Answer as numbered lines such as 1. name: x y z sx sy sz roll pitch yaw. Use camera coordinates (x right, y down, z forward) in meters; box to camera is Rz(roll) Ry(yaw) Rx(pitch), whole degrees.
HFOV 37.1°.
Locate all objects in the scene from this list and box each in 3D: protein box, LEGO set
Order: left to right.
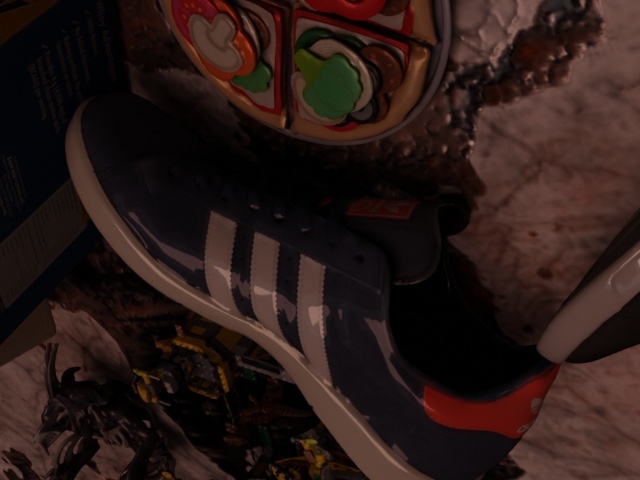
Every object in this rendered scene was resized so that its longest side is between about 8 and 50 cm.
1. protein box: -0.238 -0.066 0.635 0.136 0.201 0.200 19 138 19
2. LEGO set: -0.036 0.217 0.756 0.255 0.192 0.331 20 137 23

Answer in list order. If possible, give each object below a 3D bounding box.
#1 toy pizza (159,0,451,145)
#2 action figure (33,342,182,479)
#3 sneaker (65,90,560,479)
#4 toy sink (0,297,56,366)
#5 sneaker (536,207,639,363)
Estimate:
1. toy pizza: -0.022 -0.135 0.540 0.201 0.032 0.201 21 137 21
2. action figure: -0.202 0.232 0.946 0.275 0.141 0.164 47 152 -12
3. sneaker: 0.000 0.000 0.596 0.350 0.131 0.148 40 125 2
4. toy sink: -0.347 -0.002 0.790 0.153 0.131 0.234 -2 109 34
5. sneaker: 0.226 0.016 0.431 0.147 0.104 0.296 43 137 4
